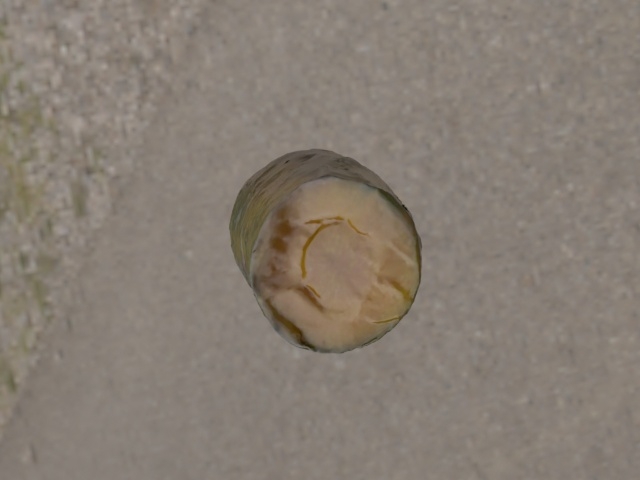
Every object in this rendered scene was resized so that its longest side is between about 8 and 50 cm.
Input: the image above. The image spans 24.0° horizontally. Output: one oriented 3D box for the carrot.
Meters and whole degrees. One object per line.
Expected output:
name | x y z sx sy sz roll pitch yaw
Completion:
carrot | 0.000 0.000 0.675 0.173 0.082 0.082 -120 21 -84
